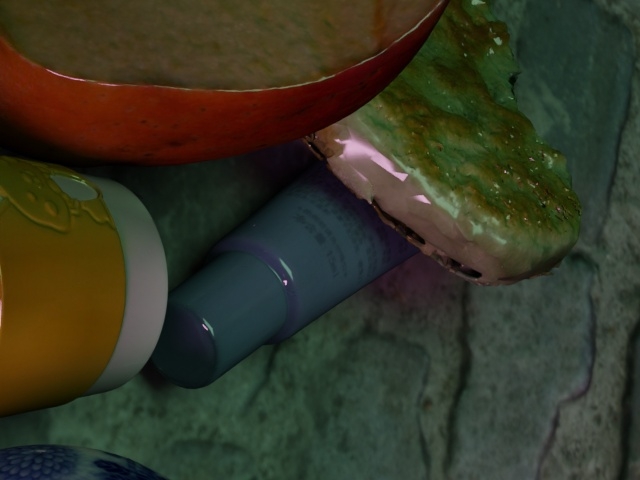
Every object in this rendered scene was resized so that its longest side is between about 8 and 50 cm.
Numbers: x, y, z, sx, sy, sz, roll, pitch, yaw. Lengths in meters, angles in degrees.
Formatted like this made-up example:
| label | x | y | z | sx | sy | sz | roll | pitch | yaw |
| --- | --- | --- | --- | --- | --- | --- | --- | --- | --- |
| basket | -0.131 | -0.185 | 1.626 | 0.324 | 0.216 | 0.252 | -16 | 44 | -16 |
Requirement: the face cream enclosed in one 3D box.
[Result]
| label | x | y | z | sx | sy | sz | roll | pitch | yaw |
| --- | --- | --- | --- | --- | --- | --- | --- | --- | --- |
| face cream | 0.000 | 0.000 | 1.390 | 0.135 | 0.086 | 0.385 | 55 | 40 | -2 |

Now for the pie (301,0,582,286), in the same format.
| label | x | y | z | sx | sy | sz | roll | pitch | yaw |
| --- | --- | --- | --- | --- | --- | --- | --- | --- | --- |
| pie | 0.080 | -0.119 | 1.463 | 0.296 | 0.078 | 0.371 | 23 | 39 | -32 |

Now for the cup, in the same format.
| label | x | y | z | sx | sy | sz | roll | pitch | yaw |
| --- | --- | --- | --- | --- | --- | --- | --- | --- | --- |
| cup | -0.237 | 0.010 | 1.122 | 0.226 | 0.185 | 0.241 | 1 | 40 | -47 |

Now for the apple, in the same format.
| label | x | y | z | sx | sy | sz | roll | pitch | yaw |
| --- | --- | --- | --- | --- | --- | --- | --- | --- | --- |
| apple | -0.100 | -0.203 | 1.232 | 0.365 | 0.329 | 0.295 | -23 | 108 | -25 |

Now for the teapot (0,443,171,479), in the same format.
| label | x | y | z | sx | sy | sz | roll | pitch | yaw |
| --- | --- | --- | --- | --- | --- | --- | --- | --- | --- |
| teapot | -0.157 | 0.229 | 1.052 | 0.424 | 0.252 | 0.280 | 23 | 17 | -14 |
